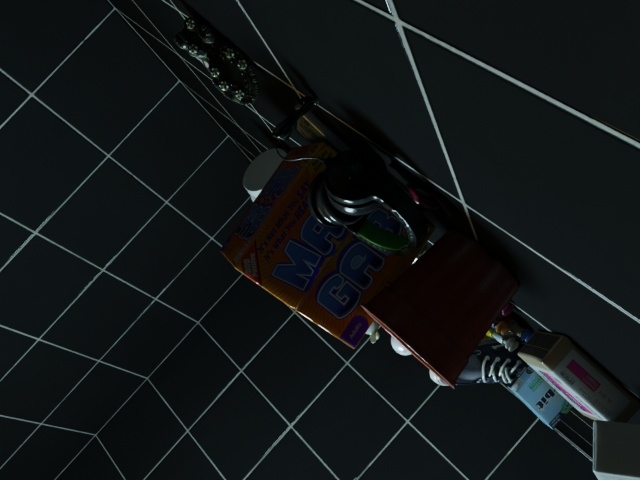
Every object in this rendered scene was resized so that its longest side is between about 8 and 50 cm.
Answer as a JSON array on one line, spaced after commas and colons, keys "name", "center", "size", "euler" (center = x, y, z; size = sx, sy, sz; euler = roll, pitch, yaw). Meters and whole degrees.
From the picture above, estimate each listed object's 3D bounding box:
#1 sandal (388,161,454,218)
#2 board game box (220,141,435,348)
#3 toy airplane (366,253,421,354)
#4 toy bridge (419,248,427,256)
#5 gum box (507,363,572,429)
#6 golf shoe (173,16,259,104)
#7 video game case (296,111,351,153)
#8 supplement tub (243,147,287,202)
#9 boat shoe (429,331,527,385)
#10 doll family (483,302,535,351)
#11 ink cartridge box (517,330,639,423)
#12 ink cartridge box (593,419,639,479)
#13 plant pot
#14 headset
[{"name": "sandal", "center": [0.199, -0.094, 1.307], "size": [0.179, 0.040, 0.067], "euler": [41, 175, 25]}, {"name": "board game box", "center": [0.000, 0.000, 1.652], "size": [0.356, 0.357, 0.356], "euler": [35, 176, -15]}, {"name": "toy airplane", "center": [0.268, 0.205, 1.920], "size": [0.384, 0.273, 0.386], "euler": [18, 153, 0]}, {"name": "toy bridge", "center": [0.278, 0.024, 1.964], "size": [0.063, 0.026, 0.188], "euler": [43, 175, -33]}, {"name": "gum box", "center": [0.601, 0.382, 1.671], "size": [0.184, 0.157, 0.041], "euler": [44, 175, -24]}, {"name": "golf shoe", "center": [-0.239, -0.447, 1.599], "size": [0.273, 0.105, 0.120], "euler": [48, -167, 8]}, {"name": "video game case", "center": [0.031, -0.233, 1.610], "size": [0.227, 0.026, 0.206], "euler": [43, 177, -1]}, {"name": "supplement tub", "center": [-0.114, -0.165, 2.338], "size": [0.316, 0.228, 0.228], "euler": [45, 176, -41]}, {"name": "boat shoe", "center": [0.472, 0.335, 1.721], "size": [0.158, 0.340, 0.127], "euler": [26, 123, 57]}, {"name": "doll family", "center": [0.431, 0.201, 1.670], "size": [0.263, 0.118, 0.163], "euler": [45, 176, -41]}, {"name": "ink cartridge box", "center": [0.608, 0.328, 1.520], "size": [0.234, 0.088, 0.193], "euler": [43, 178, 4]}, {"name": "ink cartridge box", "center": [0.714, 0.488, 1.391], "size": [0.196, 0.114, 0.273], "euler": [-2, 152, 29]}, {"name": "plant pot", "center": [0.276, 0.136, 1.415], "size": [0.272, 0.265, 0.272], "euler": [41, 176, 3]}, {"name": "headset", "center": [0.069, -0.130, 1.361], "size": [0.394, 0.185, 0.243], "euler": [38, 161, -5]}]
